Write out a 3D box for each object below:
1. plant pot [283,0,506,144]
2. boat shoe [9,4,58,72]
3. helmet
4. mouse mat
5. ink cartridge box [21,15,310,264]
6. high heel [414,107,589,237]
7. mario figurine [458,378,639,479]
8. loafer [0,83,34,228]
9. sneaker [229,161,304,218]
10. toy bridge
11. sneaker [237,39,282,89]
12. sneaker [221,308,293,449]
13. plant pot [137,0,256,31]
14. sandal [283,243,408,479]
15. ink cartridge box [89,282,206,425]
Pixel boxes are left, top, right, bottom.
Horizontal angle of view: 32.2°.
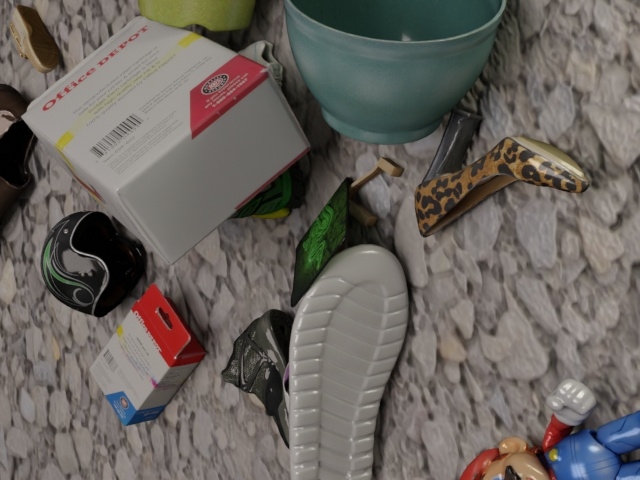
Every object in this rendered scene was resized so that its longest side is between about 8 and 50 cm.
[{"bbox_3d":[0.091,-0.255,1.506,0.293,0.293,0.196,35,138,32],"label":"plant pot"},{"bbox_3d":[-0.549,-0.373,2.116,0.059,0.063,0.170,-48,54,31],"label":"boat shoe"},{"bbox_3d":[-0.411,0.037,1.951,0.161,0.169,0.169,39,115,13],"label":"helmet"},{"bbox_3d":[0.000,0.000,1.644,0.007,0.189,0.152,30,116,-13],"label":"mouse mat"},{"bbox_3d":[-0.242,-0.169,1.681,0.279,0.160,0.385,-41,39,-12],"label":"ink cartridge box"},{"bbox_3d":[0.236,-0.054,1.483,0.261,0.093,0.186,33,107,47],"label":"high heel"},{"bbox_3d":[0.306,0.303,1.388,0.320,0.170,0.198,-25,41,28],"label":"mario figurine"},{"bbox_3d":[-0.641,-0.115,2.143,0.130,0.134,0.366,29,108,34],"label":"loafer"},{"bbox_3d":[-0.199,-0.093,1.793,0.343,0.146,0.134,-4,88,39],"label":"sneaker"},{"bbox_3d":[0.057,-0.044,1.670,0.063,0.026,0.188,41,114,33],"label":"toy bridge"},{"bbox_3d":[-0.086,-0.249,1.760,0.061,0.054,0.152,-30,72,32],"label":"sneaker"},{"bbox_3d":[-0.077,0.235,1.745,0.130,0.087,0.227,-34,68,35],"label":"sneaker"},{"bbox_3d":[-0.185,-0.468,1.724,0.276,0.276,0.254,26,118,35],"label":"plant pot"},{"bbox_3d":[0.017,0.203,1.649,0.102,0.169,0.416,-150,70,-71],"label":"sandal"},{"bbox_3d":[-0.288,0.193,1.910,0.231,0.078,0.134,-51,63,27],"label":"ink cartridge box"}]
